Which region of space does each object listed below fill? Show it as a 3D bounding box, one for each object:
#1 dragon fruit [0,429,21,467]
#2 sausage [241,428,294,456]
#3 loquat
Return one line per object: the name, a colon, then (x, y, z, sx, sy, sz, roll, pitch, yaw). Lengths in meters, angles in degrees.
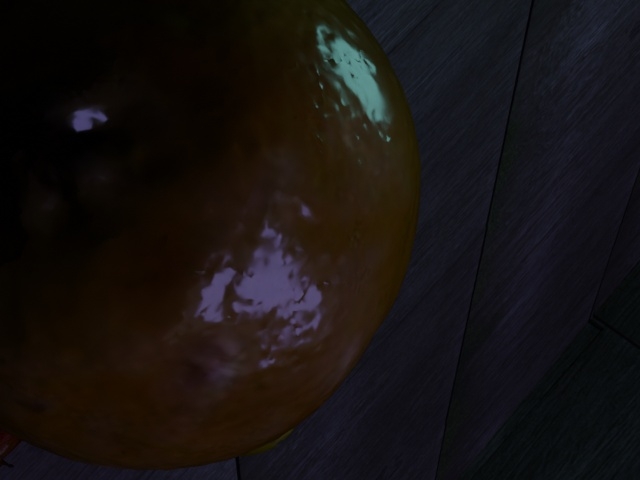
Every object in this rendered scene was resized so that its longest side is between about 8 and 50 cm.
dragon fruit: (-0.268, 0.087, 1.246, 0.125, 0.125, 0.246, -55, 145, 6)
sausage: (-0.096, 0.128, 1.722, 0.123, 0.123, 0.347, -55, 162, -1)
loquat: (-0.100, -0.028, 1.106, 0.328, 0.328, 0.328, -48, 161, -22)
